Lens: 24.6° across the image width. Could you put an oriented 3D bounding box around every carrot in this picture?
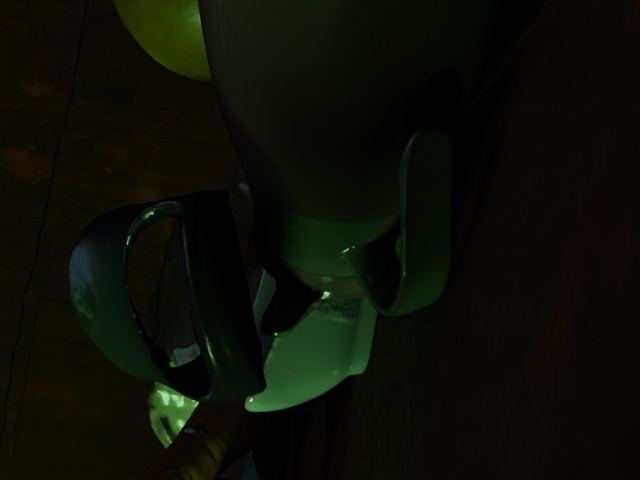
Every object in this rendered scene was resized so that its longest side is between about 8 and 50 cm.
[{"bbox_3d":[-0.070,0.126,0.975,0.256,0.061,0.061,-43,-22,-41],"label":"carrot"}]

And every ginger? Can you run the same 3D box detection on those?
[{"bbox_3d":[-0.061,0.050,1.178,0.221,0.130,0.276,137,145,-61],"label":"ginger"}]

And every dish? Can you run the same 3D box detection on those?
[{"bbox_3d":[0.000,0.000,0.912,0.151,0.077,0.212,-174,93,-82],"label":"dish"}]

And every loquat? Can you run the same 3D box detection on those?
[{"bbox_3d":[-0.081,-0.258,1.337,0.235,0.235,0.235,-170,90,-83],"label":"loquat"}]

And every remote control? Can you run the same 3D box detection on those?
[{"bbox_3d":[-0.044,0.149,1.274,0.065,0.029,0.166,108,174,-50],"label":"remote control"}]

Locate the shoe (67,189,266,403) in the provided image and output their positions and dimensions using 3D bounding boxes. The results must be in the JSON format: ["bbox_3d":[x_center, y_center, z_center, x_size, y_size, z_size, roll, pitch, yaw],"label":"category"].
[{"bbox_3d":[-0.085,0.031,0.785,0.241,0.093,0.108,-149,49,-84],"label":"shoe"}]

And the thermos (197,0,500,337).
[{"bbox_3d":[0.016,-0.077,0.702,0.265,0.146,0.176,92,157,-45],"label":"thermos"}]

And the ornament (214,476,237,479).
[{"bbox_3d":[-0.116,0.337,1.267,0.120,0.130,0.285,-47,22,48],"label":"ornament"}]

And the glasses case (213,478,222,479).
[{"bbox_3d":[-0.057,0.243,1.038,0.336,0.076,0.144,131,148,-77],"label":"glasses case"}]
